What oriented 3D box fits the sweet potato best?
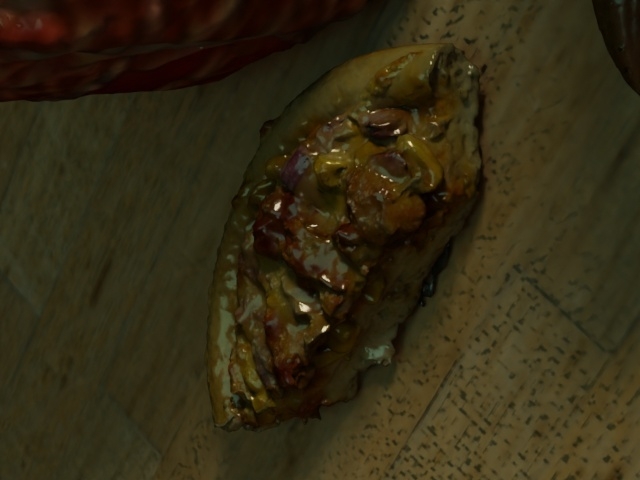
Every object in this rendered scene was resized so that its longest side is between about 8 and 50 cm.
[{"bbox_3d":[0.127,-0.104,0.692,0.034,0.034,0.095,-1,94,42],"label":"sweet potato"}]

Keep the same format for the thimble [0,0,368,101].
[{"bbox_3d":[-0.121,-0.236,0.763,0.350,0.230,0.350,10,105,43],"label":"thimble"}]

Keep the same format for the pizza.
[{"bbox_3d":[-0.001,0.001,0.811,0.127,0.058,0.246,56,131,19],"label":"pizza"}]
